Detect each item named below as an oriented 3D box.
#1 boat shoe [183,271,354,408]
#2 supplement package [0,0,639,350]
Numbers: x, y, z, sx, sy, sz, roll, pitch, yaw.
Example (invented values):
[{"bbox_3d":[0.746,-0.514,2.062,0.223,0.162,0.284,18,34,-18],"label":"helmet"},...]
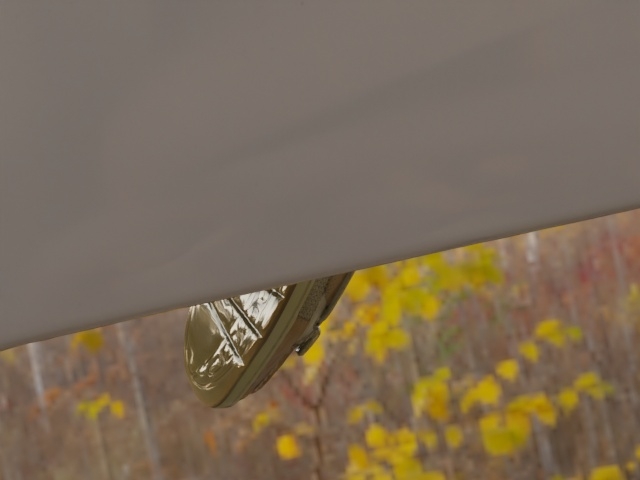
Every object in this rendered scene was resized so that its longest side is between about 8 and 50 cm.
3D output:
[{"bbox_3d":[-0.001,-0.001,0.619,0.048,0.153,0.056,14,20,-37],"label":"boat shoe"},{"bbox_3d":[0.021,-0.109,0.445,0.293,0.177,0.175,-11,23,-15],"label":"supplement package"}]
